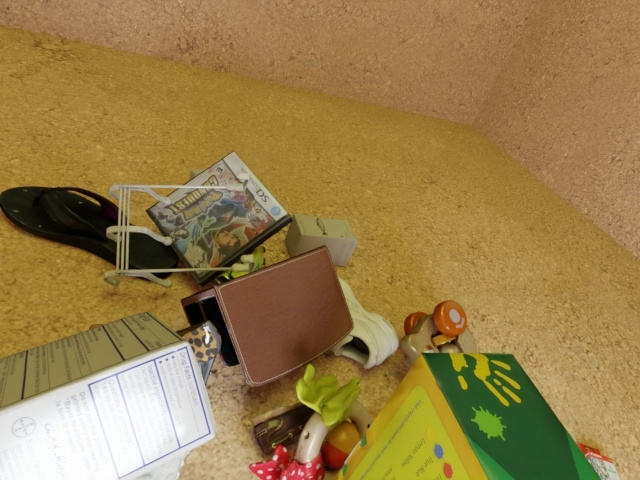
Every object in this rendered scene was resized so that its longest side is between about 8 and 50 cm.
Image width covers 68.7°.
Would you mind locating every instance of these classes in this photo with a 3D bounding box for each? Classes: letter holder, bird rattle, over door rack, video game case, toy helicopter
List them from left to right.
[{"bbox_3d":[-0.316,-0.020,1.080,0.325,0.108,0.239,-6,67,-7],"label":"over door rack"},{"bbox_3d":[-0.253,-0.062,1.167,0.275,0.035,0.248,-37,72,-12],"label":"video game case"},{"bbox_3d":[-0.098,0.163,0.997,0.302,0.152,0.214,-20,89,-43],"label":"letter holder"},{"bbox_3d":[0.014,0.358,0.815,0.143,0.253,0.207,1,-26,47],"label":"bird rattle"},{"bbox_3d":[0.257,0.321,1.061,0.235,0.140,0.355,49,52,-3],"label":"toy helicopter"}]

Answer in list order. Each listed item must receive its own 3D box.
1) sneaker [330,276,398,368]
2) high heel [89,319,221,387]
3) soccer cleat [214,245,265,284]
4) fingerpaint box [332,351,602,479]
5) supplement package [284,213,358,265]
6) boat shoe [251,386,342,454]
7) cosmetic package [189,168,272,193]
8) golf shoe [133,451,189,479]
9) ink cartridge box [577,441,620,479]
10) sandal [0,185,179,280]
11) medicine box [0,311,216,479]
[{"bbox_3d":[0.042,0.185,1.133,0.305,0.114,0.152,35,34,20],"label":"sneaker"},{"bbox_3d":[-0.311,0.171,0.878,0.262,0.186,0.093,24,34,3],"label":"high heel"},{"bbox_3d":[-0.202,0.073,1.174,0.121,0.093,0.289,8,36,-17],"label":"soccer cleat"},{"bbox_3d":[0.162,0.420,0.562,0.163,0.444,0.371,7,35,-24],"label":"fingerpaint box"},{"bbox_3d":[0.000,0.000,1.385,0.180,0.105,0.105,5,37,-24],"label":"supplement package"},{"bbox_3d":[-0.030,0.346,0.904,0.207,0.073,0.073,-13,59,-30],"label":"boat shoe"},{"bbox_3d":[-0.268,-0.107,1.339,0.184,0.151,0.151,-12,46,-42],"label":"cosmetic package"},{"bbox_3d":[-0.270,0.364,0.723,0.306,0.115,0.140,-26,93,-64],"label":"golf shoe"},{"bbox_3d":[0.646,0.520,1.086,0.063,0.029,0.115,20,33,-2],"label":"ink cartridge box"},{"bbox_3d":[-0.546,-0.052,1.135,0.446,0.106,0.167,23,33,-1],"label":"sandal"},{"bbox_3d":[-0.335,0.230,0.656,0.290,0.148,0.264,-17,10,-29],"label":"medicine box"}]
